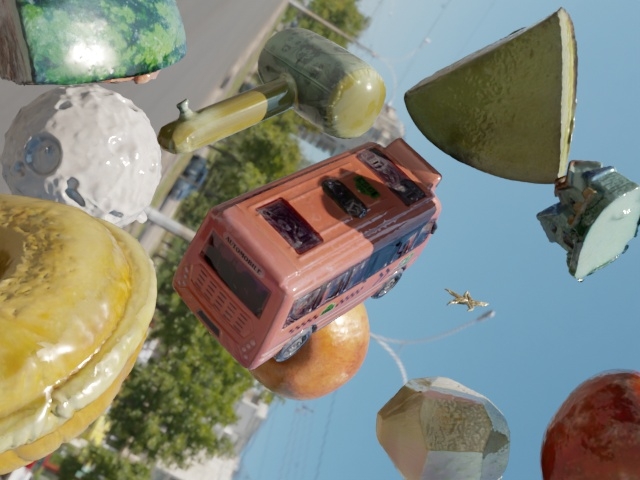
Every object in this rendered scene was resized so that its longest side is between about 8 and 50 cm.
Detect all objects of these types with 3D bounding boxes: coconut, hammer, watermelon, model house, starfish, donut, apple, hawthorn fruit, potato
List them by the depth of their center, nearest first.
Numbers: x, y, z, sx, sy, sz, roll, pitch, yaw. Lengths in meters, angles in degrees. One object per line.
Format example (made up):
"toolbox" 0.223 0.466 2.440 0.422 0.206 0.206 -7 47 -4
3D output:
"donut" -0.417 0.094 0.917 0.449 0.449 0.198 -73 163 -50
"watermelon" -0.324 -0.318 0.969 0.283 0.292 0.250 -9 109 -56
"hammer" -0.079 -0.181 1.020 0.305 0.202 0.113 -25 133 -27
"model house" 0.371 -0.050 1.118 0.149 0.119 0.148 51 -20 41
"hawthorn fruit" 0.479 0.333 1.188 0.284 0.284 0.284 -57 -169 17
"potato" 0.268 -0.238 1.235 0.112 0.255 0.269 -44 134 -51
"coconut" 0.208 0.351 1.378 0.237 0.237 0.197 -116 -146 -77
"starfish" 0.268 0.112 1.405 0.092 0.086 0.016 -88 -169 -72
"apple" -0.043 0.194 1.664 0.299 0.299 0.275 -59 163 6

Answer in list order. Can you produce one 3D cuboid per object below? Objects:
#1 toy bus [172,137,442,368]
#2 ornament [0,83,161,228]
"toy bus" 0.000 0.000 1.195 0.427 0.203 0.233 -28 157 -43
"ornament" -0.513 -0.171 1.667 0.337 0.337 0.337 -57 -169 17
